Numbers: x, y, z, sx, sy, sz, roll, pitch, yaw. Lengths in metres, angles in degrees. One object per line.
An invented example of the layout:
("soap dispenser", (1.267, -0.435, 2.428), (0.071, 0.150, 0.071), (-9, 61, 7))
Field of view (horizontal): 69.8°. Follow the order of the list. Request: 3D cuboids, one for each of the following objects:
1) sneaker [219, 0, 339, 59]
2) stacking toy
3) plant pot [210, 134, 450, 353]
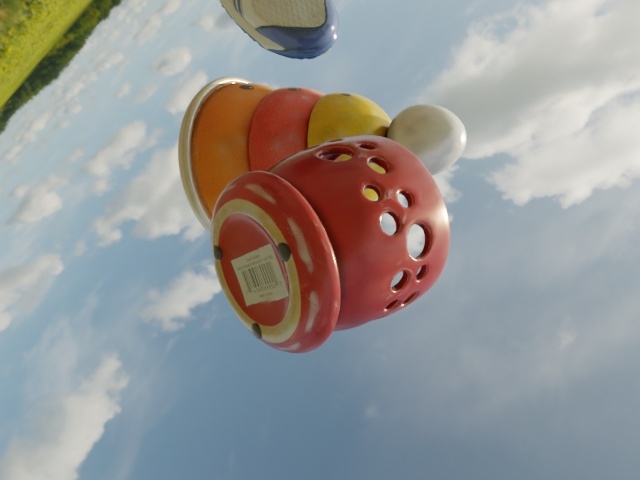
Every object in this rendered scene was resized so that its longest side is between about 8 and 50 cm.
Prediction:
("sneaker", (-0.073, -0.329, 0.462), (0.112, 0.296, 0.131), (-34, -176, -15))
("stacking toy", (0.022, -0.157, 0.837), (0.481, 0.350, 0.350), (-2, -126, 29))
("plant pot", (0.000, 0.000, 0.451), (0.174, 0.190, 0.191), (-19, -164, -40))
